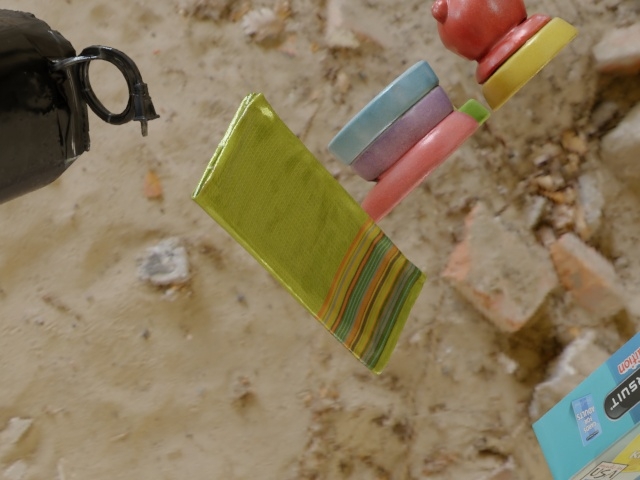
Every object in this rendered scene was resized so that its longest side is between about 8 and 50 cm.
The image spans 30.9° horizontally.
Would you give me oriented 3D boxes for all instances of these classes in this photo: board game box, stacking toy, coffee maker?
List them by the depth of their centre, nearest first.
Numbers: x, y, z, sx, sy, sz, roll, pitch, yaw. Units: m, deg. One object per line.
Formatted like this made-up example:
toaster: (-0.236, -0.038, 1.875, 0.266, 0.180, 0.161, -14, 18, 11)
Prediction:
coffee maker: (-0.210, -0.058, 0.582, 0.178, 0.171, 0.120, -40, 107, -56)
board game box: (0.406, 0.127, 1.096, 0.254, 0.336, 0.079, 11, 44, -32)
stacking toy: (0.097, -0.140, 1.245, 0.130, 0.279, 0.309, 47, 58, 1)

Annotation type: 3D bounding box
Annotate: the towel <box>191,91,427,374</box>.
towel: (0.000, 0.000, 0.880, 0.237, 0.021, 0.102, 46, 55, -36)
